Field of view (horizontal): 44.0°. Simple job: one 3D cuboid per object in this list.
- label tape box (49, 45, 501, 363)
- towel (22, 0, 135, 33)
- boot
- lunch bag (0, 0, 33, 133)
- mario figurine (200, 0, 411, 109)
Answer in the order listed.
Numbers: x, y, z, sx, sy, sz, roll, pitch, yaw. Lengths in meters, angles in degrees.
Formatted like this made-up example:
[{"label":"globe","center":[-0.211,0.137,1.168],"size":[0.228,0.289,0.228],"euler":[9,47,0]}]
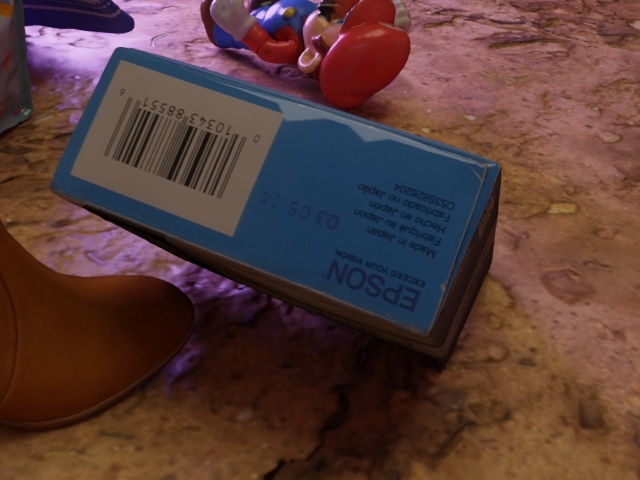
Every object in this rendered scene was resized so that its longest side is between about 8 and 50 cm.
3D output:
[{"label":"label tape box","center":[0.000,0.000,0.589],"size":[0.241,0.106,0.333],"euler":[20,-7,15]},{"label":"towel","center":[-0.398,-0.323,0.910],"size":[0.243,0.040,0.336],"euler":[12,-7,23]},{"label":"boot","center":[-0.200,0.015,0.469],"size":[0.295,0.211,0.104],"euler":[-18,42,-35]},{"label":"lunch bag","center":[-0.414,-0.237,0.767],"size":[0.223,0.262,0.160],"euler":[11,33,6]},{"label":"mario figurine","center":[-0.012,-0.294,1.024],"size":[0.320,0.170,0.198],"euler":[28,71,40]}]
